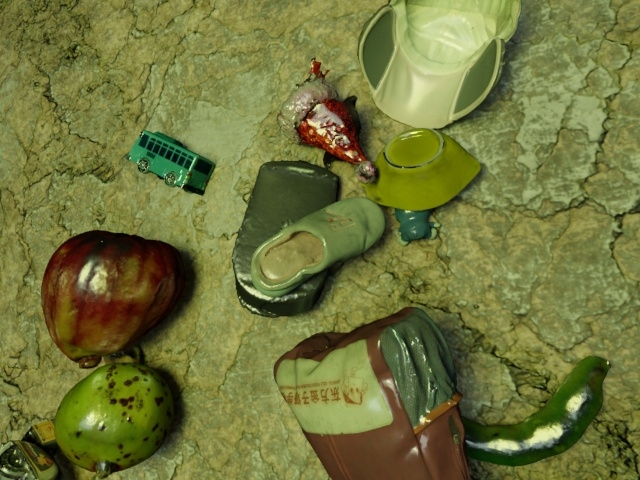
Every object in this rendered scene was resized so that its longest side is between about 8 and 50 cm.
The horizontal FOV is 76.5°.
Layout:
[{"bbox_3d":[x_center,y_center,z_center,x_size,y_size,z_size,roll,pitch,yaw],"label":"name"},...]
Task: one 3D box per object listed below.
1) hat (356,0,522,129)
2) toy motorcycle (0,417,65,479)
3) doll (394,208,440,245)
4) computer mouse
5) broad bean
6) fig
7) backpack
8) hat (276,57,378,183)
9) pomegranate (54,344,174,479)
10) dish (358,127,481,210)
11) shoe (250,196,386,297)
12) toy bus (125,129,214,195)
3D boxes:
[{"bbox_3d":[0.199,-0.326,0.681,0.231,0.161,0.275,25,115,16],"label":"hat"},{"bbox_3d":[-0.531,0.483,0.791,0.263,0.157,0.091,41,98,19],"label":"toy motorcycle"},{"bbox_3d":[0.165,-0.038,0.701,0.076,0.050,0.083,-10,79,11],"label":"doll"},{"bbox_3d":[-0.059,-0.004,0.742,0.168,0.087,0.296,11,74,1],"label":"computer mouse"},{"bbox_3d":[0.298,0.266,0.622,0.291,0.049,0.144,-13,75,16],"label":"broad bean"},{"bbox_3d":[-0.384,0.092,0.749,0.263,0.224,0.224,-41,74,-4],"label":"fig"},{"bbox_3d":[0.100,0.273,0.593,0.283,0.197,0.317,-32,83,51],"label":"backpack"},{"bbox_3d":[0.029,-0.187,0.704,0.140,0.128,0.227,-48,65,16],"label":"hat"},{"bbox_3d":[-0.388,0.306,0.755,0.246,0.198,0.198,36,94,30],"label":"pomegranate"},{"bbox_3d":[0.154,-0.130,0.673,0.207,0.080,0.149,-6,57,20],"label":"dish"},{"bbox_3d":[0.000,0.000,0.648,0.251,0.100,0.103,-32,78,-12],"label":"shoe"},{"bbox_3d":[-0.310,-0.163,0.841,0.160,0.079,0.092,26,92,17],"label":"toy bus"}]
